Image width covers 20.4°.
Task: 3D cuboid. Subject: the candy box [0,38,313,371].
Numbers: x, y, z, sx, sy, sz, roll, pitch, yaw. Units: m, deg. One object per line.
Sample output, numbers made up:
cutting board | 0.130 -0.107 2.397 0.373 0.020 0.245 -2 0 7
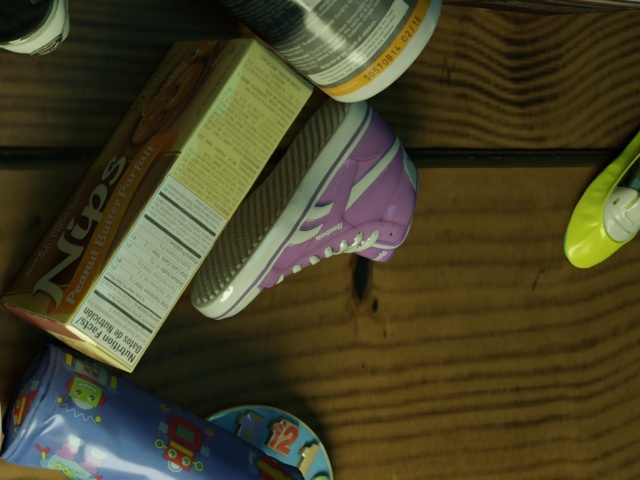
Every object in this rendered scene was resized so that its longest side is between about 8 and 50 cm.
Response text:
candy box | -0.157 -0.040 1.675 0.087 0.183 0.316 37 77 -26

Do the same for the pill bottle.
pill bottle | -0.026 -0.273 1.737 0.278 0.162 0.162 38 77 -27

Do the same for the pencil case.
pencil case | -0.163 0.215 1.713 0.306 0.133 0.119 30 47 -19

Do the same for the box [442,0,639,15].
box | 0.236 -0.325 1.852 0.168 0.203 0.167 1 94 -29

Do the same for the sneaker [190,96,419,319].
sneaker | 0.001 0.000 1.816 0.282 0.102 0.161 -50 118 -16

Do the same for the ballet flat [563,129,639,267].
ballet flat | 0.361 -0.064 2.019 0.077 0.077 0.231 45 74 -25

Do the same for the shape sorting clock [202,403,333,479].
shape sorting clock | -0.078 0.270 1.831 0.206 0.040 0.206 -3 96 -28

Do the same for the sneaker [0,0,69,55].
sneaker | -0.321 -0.311 1.609 0.122 0.146 0.331 -24 84 5
